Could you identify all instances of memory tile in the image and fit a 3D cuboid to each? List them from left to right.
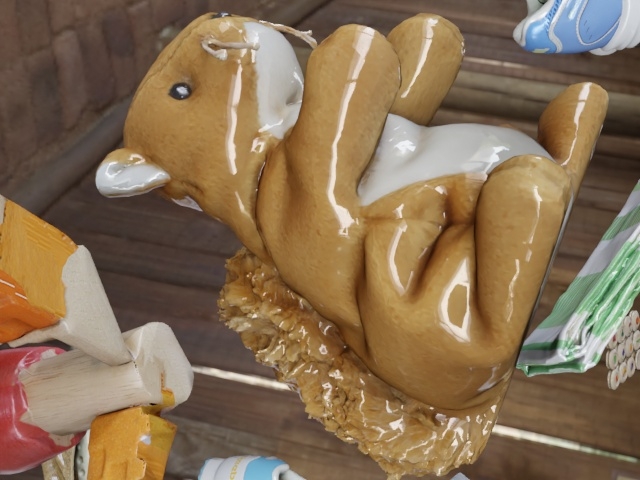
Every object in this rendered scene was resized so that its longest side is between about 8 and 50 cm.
[{"bbox_3d":[0.538,0.193,1.560,0.148,0.012,0.113,-18,106,-49],"label":"memory tile"}]

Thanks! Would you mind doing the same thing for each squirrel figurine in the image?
[{"bbox_3d":[0.000,0.000,0.743,0.281,0.370,0.397,-49,155,-53],"label":"squirrel figurine"}]

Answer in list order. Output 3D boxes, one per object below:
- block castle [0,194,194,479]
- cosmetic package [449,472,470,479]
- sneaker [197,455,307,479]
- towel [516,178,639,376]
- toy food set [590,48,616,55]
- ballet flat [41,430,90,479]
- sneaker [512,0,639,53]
[{"bbox_3d":[-0.283,0.114,0.406,0.453,0.213,0.303,37,43,-45],"label":"block castle"},{"bbox_3d":[0.185,0.381,0.965,0.107,0.127,0.238,-35,127,-17],"label":"cosmetic package"},{"bbox_3d":[-0.029,0.290,0.860,0.229,0.092,0.087,56,34,-38],"label":"sneaker"},{"bbox_3d":[0.301,-0.009,0.867,0.325,0.038,0.248,-56,173,-7],"label":"towel"},{"bbox_3d":[0.242,-0.189,0.624,0.111,0.232,0.104,-37,143,-18],"label":"toy food set"},{"bbox_3d":[-0.269,0.335,1.077,0.116,0.124,0.342,25,52,-63],"label":"ballet flat"},{"bbox_3d":[0.129,-0.207,0.500,0.080,0.081,0.211,131,-57,-86],"label":"sneaker"}]
